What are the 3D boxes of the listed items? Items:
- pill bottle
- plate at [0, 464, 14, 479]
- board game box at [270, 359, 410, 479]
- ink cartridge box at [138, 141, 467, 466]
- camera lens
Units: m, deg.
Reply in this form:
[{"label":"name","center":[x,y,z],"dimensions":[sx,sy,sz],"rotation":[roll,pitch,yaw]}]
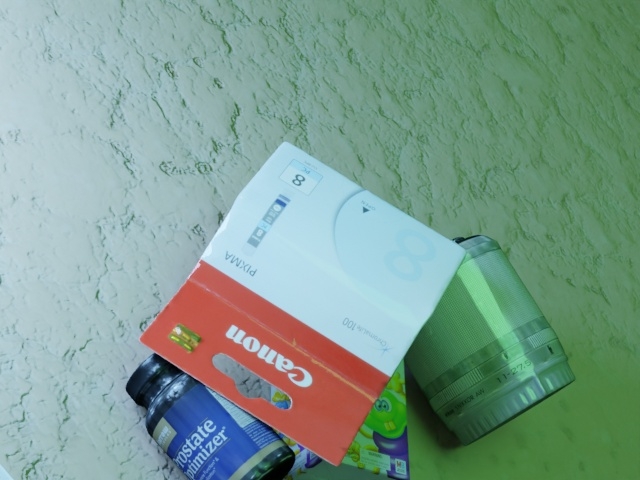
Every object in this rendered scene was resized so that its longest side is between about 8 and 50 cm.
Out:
[{"label":"pill bottle","center":[-0.145,0.240,1.579],"dimensions":[0.219,0.123,0.123],"rotation":[44,42,17]},{"label":"plate","center":[-0.401,0.388,1.342],"dimensions":[0.278,0.045,0.277],"rotation":[48,44,1]},{"label":"board game box","center":[0.024,0.220,1.721],"dimensions":[0.144,0.142,0.275],"rotation":[19,50,-25]},{"label":"ink cartridge box","center":[-0.013,0.069,1.645],"dimensions":[0.308,0.091,0.385],"rotation":[32,46,4]},{"label":"camera lens","center":[0.231,0.146,1.881],"dimensions":[0.219,0.219,0.274],"rotation":[-19,72,-44]}]
